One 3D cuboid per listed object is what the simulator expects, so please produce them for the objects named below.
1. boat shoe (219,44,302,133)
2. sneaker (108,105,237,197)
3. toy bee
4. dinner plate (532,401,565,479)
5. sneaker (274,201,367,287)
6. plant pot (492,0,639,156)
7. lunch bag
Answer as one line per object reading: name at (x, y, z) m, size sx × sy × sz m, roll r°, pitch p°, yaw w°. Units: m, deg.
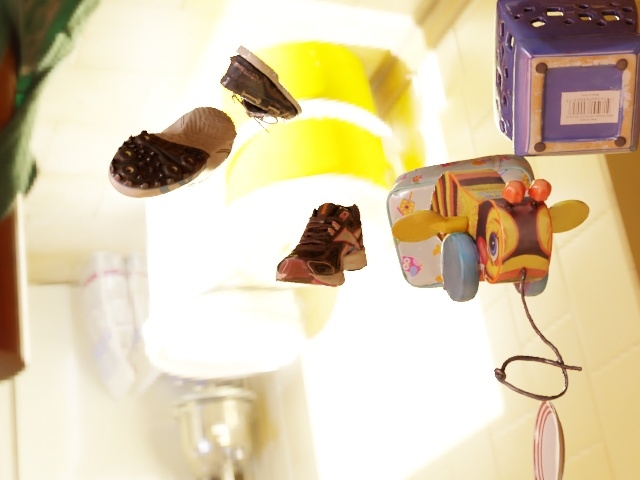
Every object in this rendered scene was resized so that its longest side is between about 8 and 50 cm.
boat shoe at (-0.095, -0.233, 1.955) m, size 0.079 × 0.095 × 0.254 m, roll -50°, pitch 166°, yaw 0°
sneaker at (-0.164, -0.084, 1.354) m, size 0.086 × 0.085 × 0.237 m, roll -61°, pitch 171°, yaw 27°
toy bee at (0.191, -0.008, 1.201) m, size 0.195 × 0.298 × 0.162 m, roll -16°, pitch 128°, yaw -30°
dinner plate at (0.297, 0.275, 1.577) m, size 0.017 × 0.141 × 0.141 m, roll 3°, pitch 154°, yaw -5°
sneaker at (0.000, 0.000, 1.265) m, size 0.072 × 0.077 × 0.178 m, roll 3°, pitch -169°, yaw 15°
plant pot at (0.410, -0.260, 1.985) m, size 0.236 × 0.212 × 0.236 m, roll -2°, pitch 119°, yaw 2°
lunch bag at (0.261, -0.029, 2.199) m, size 0.279 × 0.224 × 0.108 m, roll -10°, pitch -160°, yaw 14°
